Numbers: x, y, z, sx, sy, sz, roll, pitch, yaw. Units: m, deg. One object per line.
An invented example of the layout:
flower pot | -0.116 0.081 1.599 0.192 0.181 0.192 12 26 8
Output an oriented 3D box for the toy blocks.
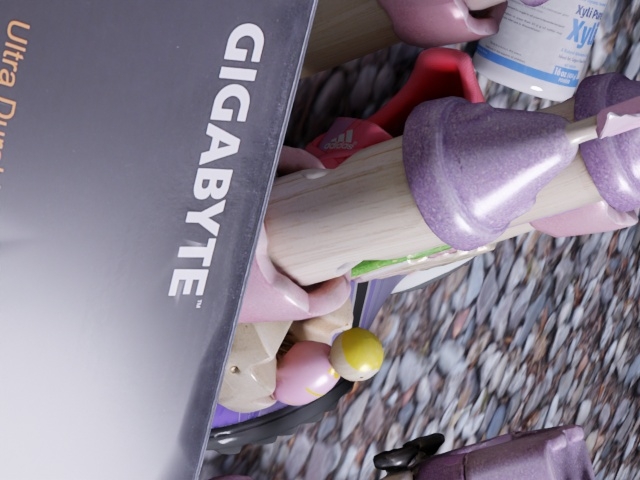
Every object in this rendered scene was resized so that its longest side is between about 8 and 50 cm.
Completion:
toy blocks | 0.062 -0.004 0.711 0.289 0.260 0.308 -13 86 -59

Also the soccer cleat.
soccer cleat | 0.000 0.000 0.932 0.318 0.109 0.116 -38 131 -45

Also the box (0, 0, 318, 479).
box | -0.168 0.027 0.522 0.293 0.073 0.295 5 112 -31

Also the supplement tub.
supplement tub | 0.144 -0.148 1.086 0.071 0.071 0.107 -8 121 -60
